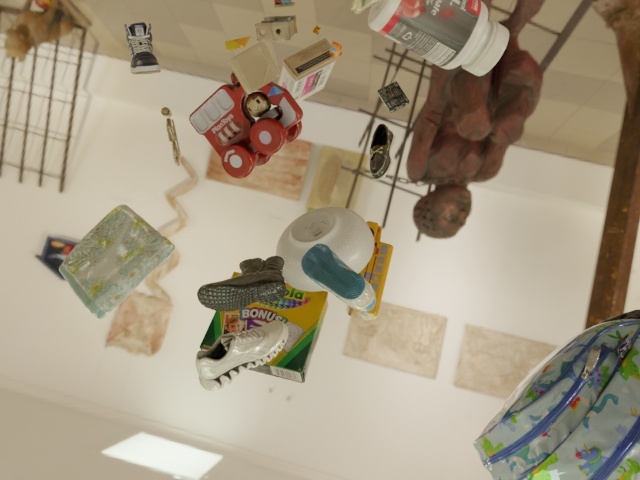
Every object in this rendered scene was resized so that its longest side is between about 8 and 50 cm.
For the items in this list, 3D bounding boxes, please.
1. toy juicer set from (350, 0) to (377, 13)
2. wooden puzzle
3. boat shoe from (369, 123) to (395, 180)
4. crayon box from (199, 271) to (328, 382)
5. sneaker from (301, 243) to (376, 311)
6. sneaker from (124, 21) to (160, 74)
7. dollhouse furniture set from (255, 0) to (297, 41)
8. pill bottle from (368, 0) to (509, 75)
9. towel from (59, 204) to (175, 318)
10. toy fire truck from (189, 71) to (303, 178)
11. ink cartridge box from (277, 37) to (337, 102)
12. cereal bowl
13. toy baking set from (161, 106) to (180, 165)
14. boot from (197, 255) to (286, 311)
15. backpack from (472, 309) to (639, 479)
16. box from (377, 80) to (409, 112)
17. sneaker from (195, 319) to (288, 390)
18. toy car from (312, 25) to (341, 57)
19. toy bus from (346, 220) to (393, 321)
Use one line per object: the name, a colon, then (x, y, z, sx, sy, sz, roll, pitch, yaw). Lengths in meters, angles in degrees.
toy juicer set: (-0.004, -0.526, 1.002, 0.329, 0.089, 0.209, 58, -176, 3)
wooden puzzle: (-0.117, -0.308, 0.949, 0.078, 0.116, 0.014, -23, -158, -1)
boat shoe: (0.205, -0.309, 1.856, 0.081, 0.228, 0.069, -11, 139, 32)
crayon box: (-0.185, 0.292, 1.851, 0.363, 0.313, 0.106, 11, 146, 12)
sneaker: (0.037, 0.088, 1.237, 0.228, 0.087, 0.092, 41, 175, 45)
sneaker: (-0.621, -0.670, 1.853, 0.099, 0.153, 0.282, -9, -152, -19)
dollhouse furniture set: (-0.170, -0.850, 1.978, 0.129, 0.184, 0.129, 2, -147, 12)
pill bottle: (0.292, -0.532, 1.304, 0.318, 0.176, 0.176, 22, 170, -16)
towel: (-0.686, 0.054, 1.768, 0.374, 0.320, 0.090, 31, 164, 43)
toy fire truck: (-0.213, -0.345, 1.538, 0.302, 0.169, 0.254, -33, 100, 30)
ink cartridge box: (-0.057, -0.615, 1.981, 0.088, 0.193, 0.235, 53, 161, 4)
cereal bowl: (0.000, 0.000, 1.775, 0.339, 0.339, 0.141, 9, 139, 35)
toy baking set: (-0.510, -0.354, 1.824, 0.030, 0.197, 0.256, -9, -166, -10)
boot: (-0.216, 0.113, 1.486, 0.246, 0.083, 0.161, -5, -150, -9)
backpack: (0.404, 0.273, 0.800, 0.273, 0.355, 0.290, 32, 151, 8)
box: (0.221, -0.436, 1.621, 0.067, 0.083, 0.018, -27, 159, -1)
sneaker: (-0.218, 0.302, 1.508, 0.110, 0.292, 0.118, 26, 138, 49)
toy car: (0.018, -0.659, 1.792, 0.122, 0.040, 0.060, 37, 163, -3)
toy bus: (0.171, 0.105, 1.882, 0.130, 0.333, 0.108, 14, 158, 5)
